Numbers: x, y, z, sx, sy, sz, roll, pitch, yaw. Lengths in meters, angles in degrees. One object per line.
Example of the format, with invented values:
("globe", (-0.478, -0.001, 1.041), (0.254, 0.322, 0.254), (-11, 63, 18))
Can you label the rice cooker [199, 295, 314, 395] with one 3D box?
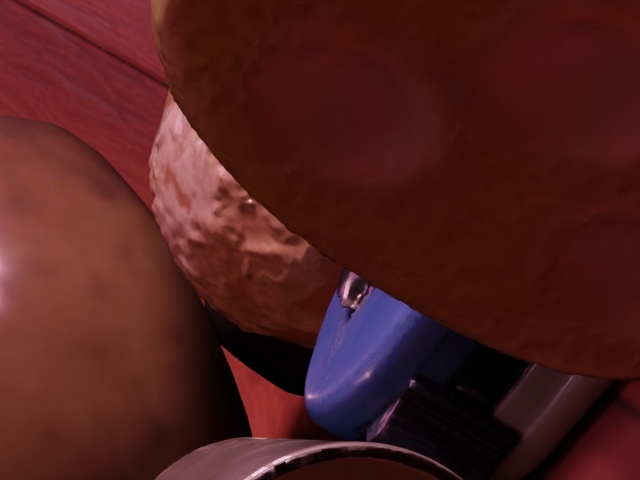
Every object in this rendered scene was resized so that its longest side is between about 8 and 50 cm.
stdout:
("rice cooker", (0.001, -0.001, 1.191), (0.142, 0.118, 0.203), (-51, 16, 52))

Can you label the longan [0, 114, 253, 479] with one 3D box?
("longan", (-0.206, 0.131, 1.124), (0.404, 0.336, 0.404), (3, -90, -74))

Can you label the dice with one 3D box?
("dice", (0.100, -0.114, 0.549), (0.227, 0.233, 0.238), (-53, 10, 50))

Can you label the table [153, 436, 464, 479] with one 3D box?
("table", (-0.010, 0.140, 0.721), (0.126, 0.126, 0.220), (-62, 8, -11))

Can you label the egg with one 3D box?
("egg", (0.009, -0.039, 1.004), (0.203, 0.203, 0.245), (-60, 1, 2))

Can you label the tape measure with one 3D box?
("tape measure", (0.091, -0.034, 0.841), (0.215, 0.098, 0.351), (-54, 7, 31))
